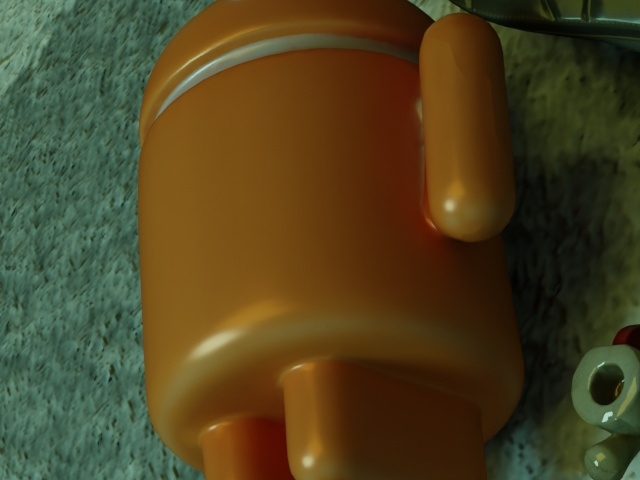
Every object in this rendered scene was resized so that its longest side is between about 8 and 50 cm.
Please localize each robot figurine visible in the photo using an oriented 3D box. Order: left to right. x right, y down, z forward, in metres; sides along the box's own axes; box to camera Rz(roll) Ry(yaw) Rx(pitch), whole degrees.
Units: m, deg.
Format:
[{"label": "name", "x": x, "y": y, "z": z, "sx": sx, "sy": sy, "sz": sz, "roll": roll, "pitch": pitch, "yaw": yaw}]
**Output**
[{"label": "robot figurine", "x": -0.002, "y": 0.001, "z": 0.576, "sx": 0.158, "sy": 0.128, "sz": 0.219, "roll": 89, "pitch": 176, "yaw": -57}]

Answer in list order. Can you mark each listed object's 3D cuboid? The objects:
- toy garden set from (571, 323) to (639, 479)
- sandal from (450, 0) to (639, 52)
[{"label": "toy garden set", "x": 0.132, "y": 0.064, "z": 0.441, "sx": 0.204, "sy": 0.049, "sz": 0.244, "roll": -18, "pitch": 58, "yaw": 45}, {"label": "sandal", "x": 0.117, "y": -0.103, "z": 0.551, "sx": 0.219, "sy": 0.060, "sz": 0.090, "roll": 17, "pitch": 90, "yaw": 39}]
